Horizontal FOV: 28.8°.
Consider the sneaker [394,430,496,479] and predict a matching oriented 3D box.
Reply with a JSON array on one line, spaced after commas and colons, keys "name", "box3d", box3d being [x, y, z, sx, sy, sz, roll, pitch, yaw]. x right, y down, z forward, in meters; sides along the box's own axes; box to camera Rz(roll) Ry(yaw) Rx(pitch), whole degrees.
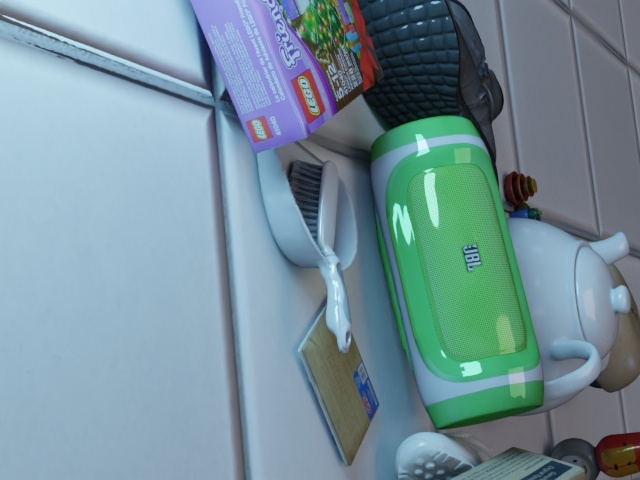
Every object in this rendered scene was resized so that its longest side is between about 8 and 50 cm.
[{"name": "sneaker", "box3d": [0.134, 0.236, 1.275, 0.235, 0.090, 0.095, 44, 25, -50]}]

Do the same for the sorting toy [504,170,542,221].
[{"name": "sorting toy", "box3d": [0.283, -0.048, 1.691, 0.102, 0.042, 0.061, 62, 32, -32]}]

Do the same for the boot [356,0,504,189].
[{"name": "boot", "box3d": [0.119, -0.213, 1.380, 0.223, 0.118, 0.338, -78, 155, -47]}]

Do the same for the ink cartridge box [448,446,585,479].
[{"name": "ink cartridge box", "box3d": [0.158, 0.334, 1.160, 0.193, 0.088, 0.235, -13, 110, -52]}]

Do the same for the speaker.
[{"name": "speaker", "box3d": [0.134, 0.032, 1.246, 0.131, 0.131, 0.297, 13, 61, -61]}]

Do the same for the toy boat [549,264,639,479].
[{"name": "toy boat", "box3d": [0.364, 0.173, 1.693, 0.267, 0.148, 0.318, 45, 35, -57]}]

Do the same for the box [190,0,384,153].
[{"name": "box", "box3d": [-0.050, -0.242, 1.063, 0.293, 0.057, 0.201, 67, 29, -13]}]

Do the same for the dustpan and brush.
[{"name": "dustpan and brush", "box3d": [0.000, 0.000, 1.095, 0.147, 0.060, 0.211, 35, 51, -55]}]

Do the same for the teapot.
[{"name": "teapot", "box3d": [0.267, 0.085, 1.455, 0.252, 0.187, 0.256, 32, 54, -56]}]

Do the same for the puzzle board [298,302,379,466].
[{"name": "puzzle board", "box3d": [0.017, 0.127, 1.142, 0.128, 0.011, 0.096, 69, 27, -22]}]
